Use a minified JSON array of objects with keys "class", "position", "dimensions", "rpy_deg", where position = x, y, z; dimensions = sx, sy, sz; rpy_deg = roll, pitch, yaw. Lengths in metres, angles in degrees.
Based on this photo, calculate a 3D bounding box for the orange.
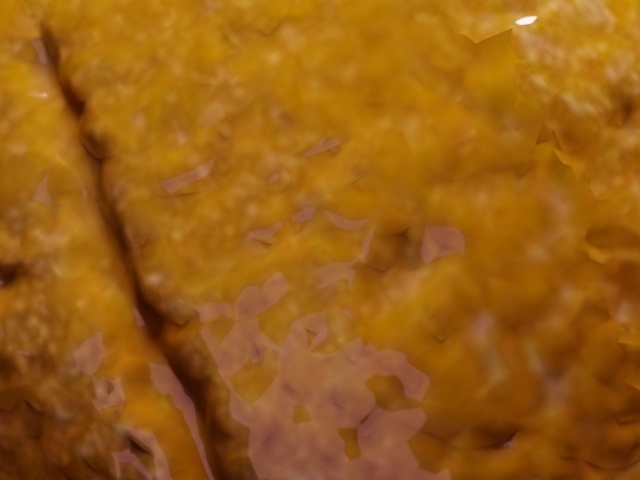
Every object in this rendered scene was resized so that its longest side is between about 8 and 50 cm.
[{"class":"orange","position":[0.000,0.000,0.535],"dimensions":[0.322,0.322,0.357],"rpy_deg":[-29,90,23]}]
